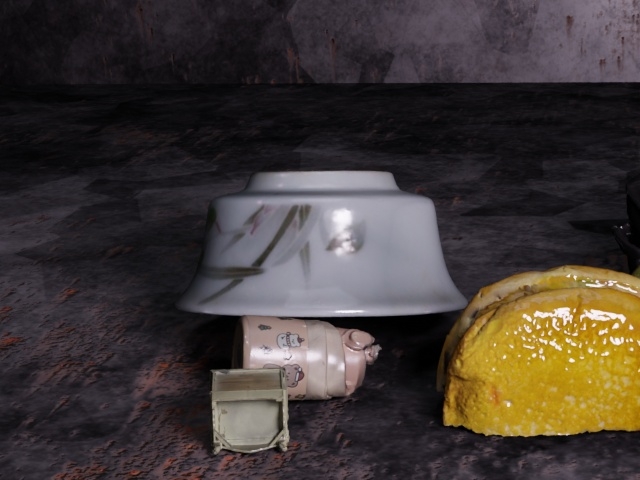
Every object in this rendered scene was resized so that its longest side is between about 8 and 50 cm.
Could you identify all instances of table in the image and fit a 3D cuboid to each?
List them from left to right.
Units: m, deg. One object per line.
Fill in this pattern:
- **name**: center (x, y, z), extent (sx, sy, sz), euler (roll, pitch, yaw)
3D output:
- **table**: center (-0.071, 0.170, 1.446), extent (0.079, 0.062, 0.083), euler (-3, 15, -2)

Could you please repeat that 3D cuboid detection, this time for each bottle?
- **bottle**: center (-0.015, 0.128, 1.550), extent (0.152, 0.099, 0.099), euler (3, 14, -14)

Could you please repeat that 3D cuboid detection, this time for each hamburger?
- **hamburger**: center (0.256, 0.101, 1.475), extent (0.283, 0.157, 0.144), euler (-4, 15, 4)

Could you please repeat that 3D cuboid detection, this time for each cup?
- **cup**: center (0.000, 0.000, 1.726), extent (0.347, 0.163, 0.347), euler (-1, 2, 0)

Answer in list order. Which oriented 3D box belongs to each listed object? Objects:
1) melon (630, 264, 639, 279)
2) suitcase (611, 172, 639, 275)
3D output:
- **melon**: center (0.363, 0.055, 1.573), extent (0.079, 0.160, 0.128), euler (24, 42, -23)
- **suitcase**: center (0.534, 0.009, 1.765), extent (0.339, 0.188, 0.345), euler (-7, 17, 3)
